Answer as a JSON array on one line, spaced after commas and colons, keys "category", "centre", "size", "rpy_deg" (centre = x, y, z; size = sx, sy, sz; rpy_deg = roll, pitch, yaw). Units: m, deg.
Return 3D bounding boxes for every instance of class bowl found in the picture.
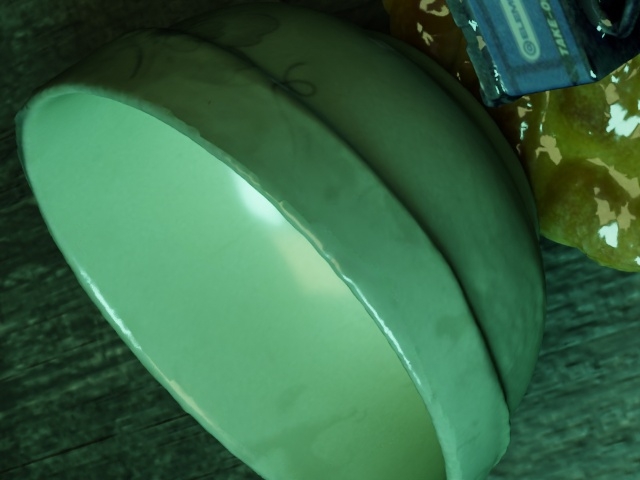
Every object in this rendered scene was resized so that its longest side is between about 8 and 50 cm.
[{"category": "bowl", "centre": [0.000, 0.000, 0.938], "size": [0.307, 0.163, 0.307], "rpy_deg": [39, 153, 24]}]

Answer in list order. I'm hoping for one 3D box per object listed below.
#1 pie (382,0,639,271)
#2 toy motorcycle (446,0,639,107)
[{"category": "pie", "centre": [0.188, -0.137, 0.910], "size": [0.339, 0.083, 0.339], "rpy_deg": [4, 102, 20]}, {"category": "toy motorcycle", "centre": [0.085, -0.242, 0.764], "size": [0.212, 0.125, 0.358], "rpy_deg": [-6, 112, 51]}]
